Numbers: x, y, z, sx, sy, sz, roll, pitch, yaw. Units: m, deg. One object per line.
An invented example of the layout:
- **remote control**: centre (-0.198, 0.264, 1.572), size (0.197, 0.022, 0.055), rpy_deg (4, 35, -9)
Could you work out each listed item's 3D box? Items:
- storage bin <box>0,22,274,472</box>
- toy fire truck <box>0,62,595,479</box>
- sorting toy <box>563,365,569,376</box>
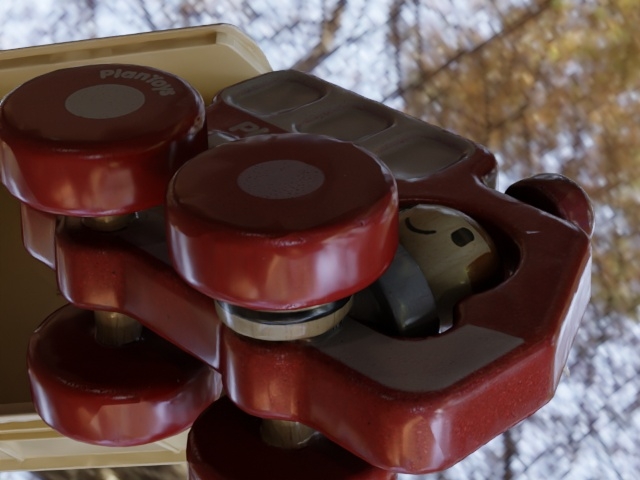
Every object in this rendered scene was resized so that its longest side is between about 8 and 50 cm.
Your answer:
- **storage bin**: centre (-0.152, 0.010, 1.067), size (0.260, 0.123, 0.262), rpy_deg (-5, -116, 17)
- **toy fire truck**: centre (0.000, 0.000, 0.795), size (0.254, 0.169, 0.302), rpy_deg (-28, -142, -37)
- **sorting toy**: centre (0.103, 0.070, 0.970), size (0.083, 0.075, 0.045), rpy_deg (-20, -106, 4)
